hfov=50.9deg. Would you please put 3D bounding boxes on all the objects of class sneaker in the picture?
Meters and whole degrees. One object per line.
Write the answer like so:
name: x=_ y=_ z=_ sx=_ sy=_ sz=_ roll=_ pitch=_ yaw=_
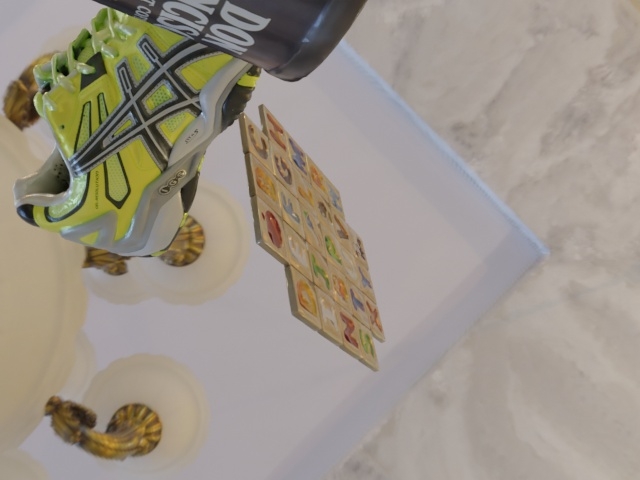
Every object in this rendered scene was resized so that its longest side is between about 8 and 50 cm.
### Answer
sneaker: x=-0.157 y=-0.138 z=0.576 sx=0.147 sy=0.145 sz=0.385 roll=5 pitch=-55 yaw=-35

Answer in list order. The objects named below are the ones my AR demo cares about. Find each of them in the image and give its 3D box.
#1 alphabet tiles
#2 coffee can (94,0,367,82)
alphabet tiles: x=0.000 y=0.000 z=0.834 sx=0.011 sy=0.342 sz=0.285 roll=-22 pitch=-123 yaw=18
coffee can: x=-0.104 y=-0.219 z=0.315 sx=0.275 sy=0.201 sz=0.202 roll=17 pitch=-91 yaw=-21
